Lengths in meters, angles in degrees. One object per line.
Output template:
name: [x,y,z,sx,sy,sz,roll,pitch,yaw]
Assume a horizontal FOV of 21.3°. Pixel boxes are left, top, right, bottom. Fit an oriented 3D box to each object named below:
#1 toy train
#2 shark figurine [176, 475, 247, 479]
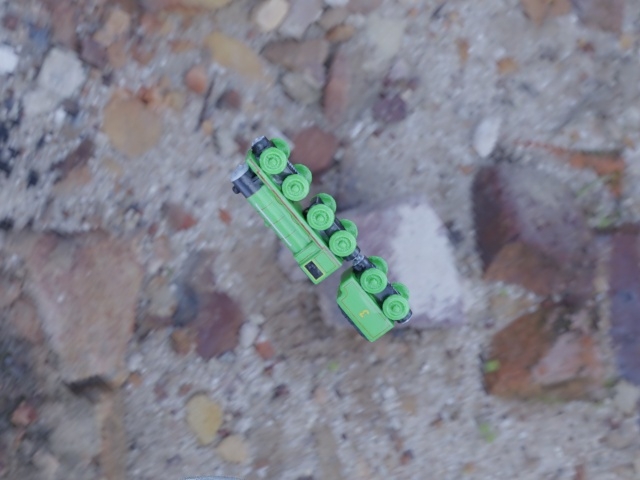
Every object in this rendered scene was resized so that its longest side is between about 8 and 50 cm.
toy train: [0.000,0.000,0.584,0.024,0.017,0.083,-37,103,15]
shark figurine: [-0.019,0.130,0.415,0.278,0.116,0.166,7,110,2]
